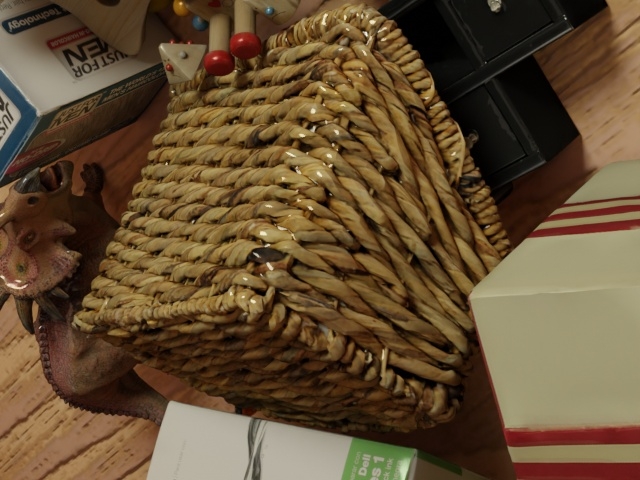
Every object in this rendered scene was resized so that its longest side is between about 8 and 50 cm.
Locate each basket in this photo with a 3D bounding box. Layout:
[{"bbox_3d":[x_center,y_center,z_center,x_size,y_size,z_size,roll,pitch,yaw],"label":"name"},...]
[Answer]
[{"bbox_3d":[0.000,0.000,0.895,0.213,0.223,0.299,30,159,-25],"label":"basket"}]

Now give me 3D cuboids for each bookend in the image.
[{"bbox_3d":[0.122,-0.111,0.823,0.156,0.072,0.157,-28,95,41],"label":"bookend"}]

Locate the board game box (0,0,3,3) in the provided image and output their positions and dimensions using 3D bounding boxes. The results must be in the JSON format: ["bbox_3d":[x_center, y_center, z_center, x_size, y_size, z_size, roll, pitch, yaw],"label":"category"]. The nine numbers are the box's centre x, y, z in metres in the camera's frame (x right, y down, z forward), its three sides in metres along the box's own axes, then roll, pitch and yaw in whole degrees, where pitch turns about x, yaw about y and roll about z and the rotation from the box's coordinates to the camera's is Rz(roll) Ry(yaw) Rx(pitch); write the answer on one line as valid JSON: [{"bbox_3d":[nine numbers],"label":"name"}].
[{"bbox_3d":[-0.181,-0.409,0.787,0.390,0.050,0.390,-33,74,30],"label":"board game box"}]

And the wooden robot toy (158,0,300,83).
[{"bbox_3d":[-0.070,-0.166,0.847,0.173,0.076,0.079,-29,134,36],"label":"wooden robot toy"}]

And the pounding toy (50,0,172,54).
[{"bbox_3d":[-0.099,-0.274,0.901,0.154,0.155,0.269,21,139,-9],"label":"pounding toy"}]

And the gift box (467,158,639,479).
[{"bbox_3d":[0.258,0.093,0.704,0.258,0.276,0.255,-6,114,36],"label":"gift box"}]

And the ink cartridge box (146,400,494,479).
[{"bbox_3d":[-0.002,0.194,0.967,0.219,0.160,0.093,7,76,31],"label":"ink cartridge box"}]

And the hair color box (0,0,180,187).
[{"bbox_3d":[-0.286,-0.221,0.990,0.347,0.174,0.105,49,131,5],"label":"hair color box"}]

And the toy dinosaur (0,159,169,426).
[{"bbox_3d":[-0.197,0.058,1.050,0.127,0.200,0.296,3,115,34],"label":"toy dinosaur"}]

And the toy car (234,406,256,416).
[{"bbox_3d":[-0.055,0.149,1.117,0.040,0.060,0.122,-10,134,-6],"label":"toy car"}]
